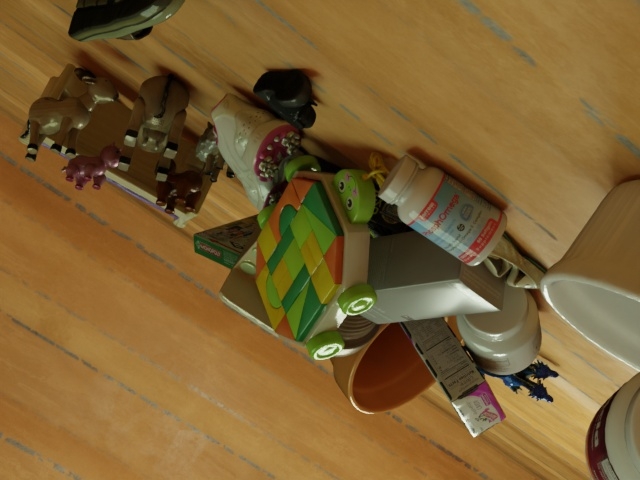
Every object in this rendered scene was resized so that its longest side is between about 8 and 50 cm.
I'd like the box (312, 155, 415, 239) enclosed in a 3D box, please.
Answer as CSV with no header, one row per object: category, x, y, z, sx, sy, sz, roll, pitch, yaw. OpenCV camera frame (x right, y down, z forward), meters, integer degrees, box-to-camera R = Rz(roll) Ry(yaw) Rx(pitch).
box,0.101,-0.021,1.798,0.216,0.060,0.270,27,169,30

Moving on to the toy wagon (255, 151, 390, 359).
toy wagon,0.000,0.000,1.607,0.068,0.344,0.267,-2,-127,-30

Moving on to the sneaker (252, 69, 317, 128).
sneaker,-0.032,-0.184,1.444,0.089,0.051,0.170,37,174,-29

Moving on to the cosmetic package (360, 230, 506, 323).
cosmetic package,0.151,0.053,1.633,0.238,0.107,0.127,-9,150,43

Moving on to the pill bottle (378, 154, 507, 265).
pill bottle,0.160,-0.042,1.430,0.160,0.087,0.087,33,170,-7

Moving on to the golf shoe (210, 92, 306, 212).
golf shoe,-0.100,-0.140,1.744,0.140,0.115,0.306,39,164,13

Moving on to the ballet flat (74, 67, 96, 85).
ballet flat,-0.442,-0.264,2.224,0.058,0.084,0.250,38,169,32

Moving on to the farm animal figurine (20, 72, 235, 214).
farm animal figurine,-0.317,-0.197,1.878,0.330,0.172,0.327,23,153,-27

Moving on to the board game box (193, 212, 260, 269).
board game box,-0.082,0.020,2.209,0.317,0.213,0.046,21,122,45

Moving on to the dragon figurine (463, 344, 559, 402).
dragon figurine,0.360,0.246,2.231,0.289,0.085,0.144,28,169,19

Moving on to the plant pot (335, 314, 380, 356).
plant pot,0.022,0.066,1.817,0.237,0.237,0.110,34,132,-11

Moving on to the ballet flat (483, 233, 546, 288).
ballet flat,0.274,0.037,1.568,0.168,0.052,0.057,38,167,-32

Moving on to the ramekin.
ramekin,0.377,0.056,1.102,0.277,0.135,0.277,30,170,6

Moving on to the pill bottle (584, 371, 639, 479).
pill bottle,0.521,0.299,1.593,0.224,0.224,0.392,30,170,14

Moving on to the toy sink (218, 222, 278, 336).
toy sink,-0.057,0.031,1.963,0.153,0.234,0.131,34,142,-8

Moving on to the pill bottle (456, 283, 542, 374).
pill bottle,0.289,0.131,1.755,0.131,0.131,0.229,28,170,21

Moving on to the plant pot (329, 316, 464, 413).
plant pot,0.115,0.160,2.084,0.203,0.291,0.291,45,180,37

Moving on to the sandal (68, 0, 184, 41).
sandal,-0.234,-0.293,1.355,0.086,0.120,0.303,22,178,-36

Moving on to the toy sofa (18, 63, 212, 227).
toy sofa,-0.386,-0.172,2.098,0.362,0.150,0.177,29,158,-20

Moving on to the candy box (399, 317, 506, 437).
candy box,0.215,0.202,1.849,0.233,0.071,0.159,59,-178,37
